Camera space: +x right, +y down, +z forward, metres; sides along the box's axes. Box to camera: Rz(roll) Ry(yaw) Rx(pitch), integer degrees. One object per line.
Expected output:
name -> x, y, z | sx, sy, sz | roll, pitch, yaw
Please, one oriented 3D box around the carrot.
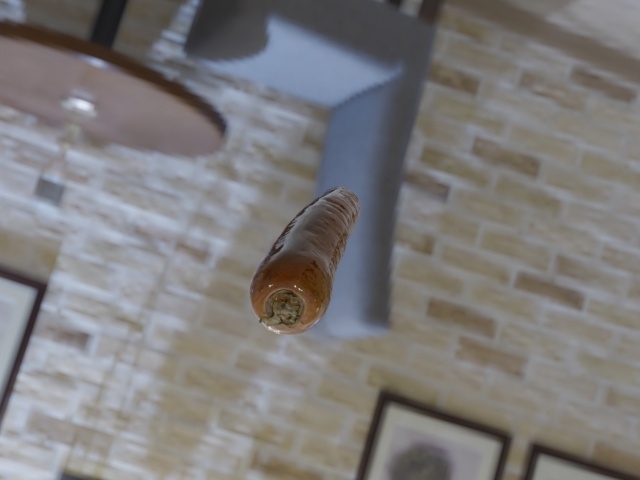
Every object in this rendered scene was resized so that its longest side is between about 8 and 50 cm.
carrot -> 0.000, 0.000, 0.785 | 0.037, 0.037, 0.190 | 15, -160, 6
